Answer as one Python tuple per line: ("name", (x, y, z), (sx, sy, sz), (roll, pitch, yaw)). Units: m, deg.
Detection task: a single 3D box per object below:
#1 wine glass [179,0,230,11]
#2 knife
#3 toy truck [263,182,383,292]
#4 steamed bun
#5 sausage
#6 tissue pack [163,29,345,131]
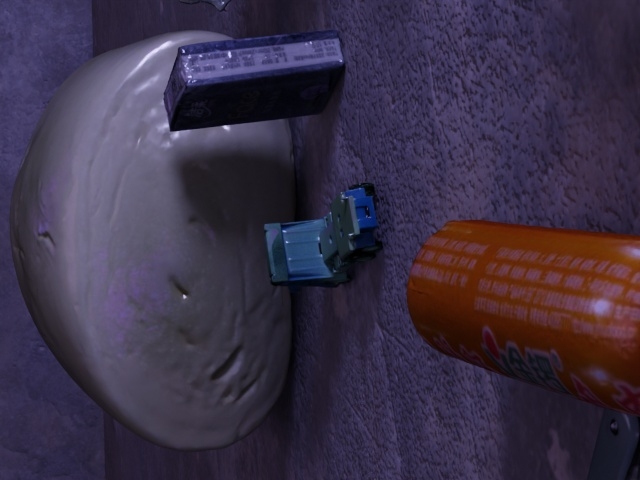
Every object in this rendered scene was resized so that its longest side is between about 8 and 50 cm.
("wine glass", (-0.127, -0.362, 1.358), (0.232, 0.156, 0.156), (78, 180, -63))
("knife", (0.166, 0.158, 0.780), (0.044, 0.023, 0.162), (-115, 25, -56))
("toy truck", (0.000, 0.000, 1.228), (0.175, 0.081, 0.067), (136, 126, -70))
("steamed bun", (-0.197, -0.002, 1.543), (0.371, 0.290, 0.456), (-163, 70, -72))
("sausage", (0.138, 0.039, 0.729), (0.312, 0.093, 0.093), (-169, 76, -74))
("tissue pack", (-0.065, -0.149, 1.284), (0.112, 0.156, 0.051), (126, 134, -66))
